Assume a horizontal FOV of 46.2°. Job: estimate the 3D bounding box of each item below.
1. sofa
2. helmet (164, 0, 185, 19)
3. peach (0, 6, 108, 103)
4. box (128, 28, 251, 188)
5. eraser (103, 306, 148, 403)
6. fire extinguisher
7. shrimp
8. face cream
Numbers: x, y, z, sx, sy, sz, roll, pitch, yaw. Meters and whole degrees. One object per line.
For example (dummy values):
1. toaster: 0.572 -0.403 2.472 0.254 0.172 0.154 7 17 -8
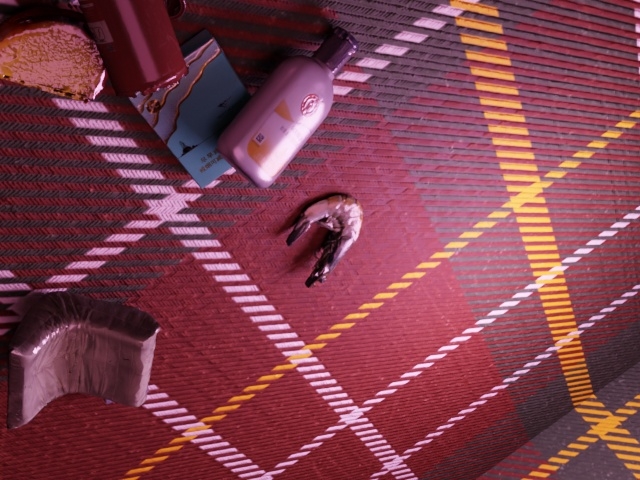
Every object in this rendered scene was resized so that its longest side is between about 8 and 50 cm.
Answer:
1. sofa: -0.412 0.222 1.310 0.225 0.176 0.210 16 124 -6
2. helmet: -0.233 -0.364 1.044 0.111 0.057 0.089 23 157 -22
3. peach: -0.375 -0.254 1.026 0.172 0.092 0.127 -10 125 -16
4. box: -0.190 -0.208 1.222 0.162 0.041 0.229 -37 138 -2
5. eraser: -0.390 0.229 1.473 0.091 0.046 0.213 -13 133 -24
6. fire extinguisher: -0.283 -0.341 0.925 0.147 0.106 0.337 -39 125 -33
7. shrimp: 0.000 0.000 1.531 0.150 0.051 0.217 15 110 -37
8. face cream: -0.044 -0.226 1.242 0.291 0.071 0.144 -51 142 -7
